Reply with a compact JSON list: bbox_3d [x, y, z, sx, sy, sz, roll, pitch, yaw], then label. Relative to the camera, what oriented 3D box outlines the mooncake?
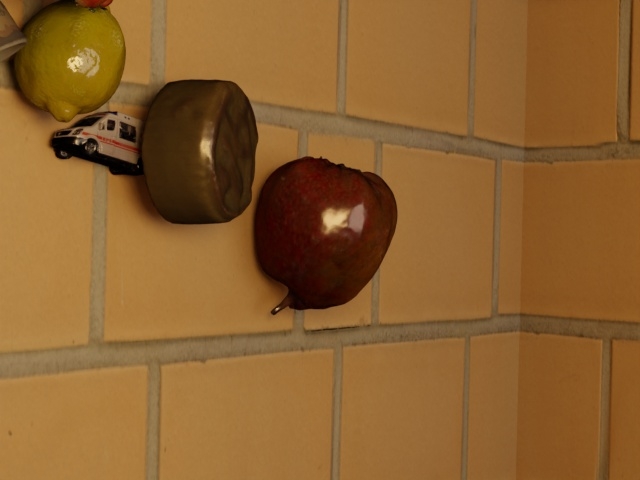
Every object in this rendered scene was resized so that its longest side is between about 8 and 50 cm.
[{"bbox_3d":[-0.217,-0.167,2.000,0.284,0.156,0.284,3,90,-75],"label":"mooncake"}]

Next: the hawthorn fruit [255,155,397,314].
[{"bbox_3d":[0.011,-0.020,2.244,0.308,0.308,0.324,0,81,-49],"label":"hawthorn fruit"}]

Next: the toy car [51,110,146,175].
[{"bbox_3d":[-0.389,-0.186,1.926,0.210,0.089,0.108,16,79,-50],"label":"toy car"}]

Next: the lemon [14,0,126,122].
[{"bbox_3d":[-0.425,-0.319,1.810,0.184,0.184,0.248,35,57,-44],"label":"lemon"}]

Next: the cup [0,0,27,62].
[{"bbox_3d":[-0.592,-0.367,1.616,0.257,0.227,0.301,64,15,-11],"label":"cup"}]

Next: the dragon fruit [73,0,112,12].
[{"bbox_3d":[-0.436,-0.476,1.729,0.268,0.295,0.130,13,108,-22],"label":"dragon fruit"}]
